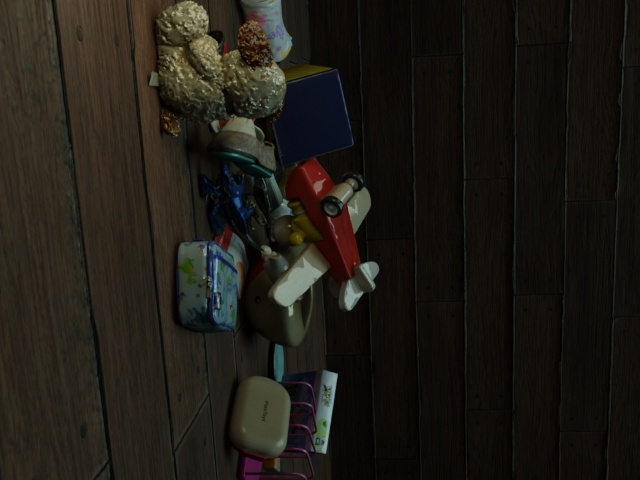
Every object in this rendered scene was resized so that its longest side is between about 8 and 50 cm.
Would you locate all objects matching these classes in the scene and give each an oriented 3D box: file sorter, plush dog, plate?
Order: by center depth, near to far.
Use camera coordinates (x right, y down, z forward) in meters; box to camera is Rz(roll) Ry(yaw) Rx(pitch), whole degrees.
[{"bbox_3d":[-0.176,-0.291,1.308,0.262,0.225,0.211,78,12,-61],"label":"plush dog"},{"bbox_3d":[-0.108,0.558,1.952,0.202,0.182,0.291,82,9,-47],"label":"file sorter"},{"bbox_3d":[-0.149,0.419,2.363,0.188,0.024,0.188,-1,90,-85],"label":"plate"}]

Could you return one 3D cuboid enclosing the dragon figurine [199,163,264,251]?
[{"bbox_3d":[-0.206,-0.061,1.620,0.144,0.085,0.289,-80,162,-55],"label":"dragon figurine"}]

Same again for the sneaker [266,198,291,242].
[{"bbox_3d":[-0.136,-0.058,2.324,0.229,0.087,0.092,76,15,-55],"label":"sneaker"}]

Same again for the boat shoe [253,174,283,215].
[{"bbox_3d":[-0.175,-0.170,1.958,0.070,0.078,0.219,-44,122,-30],"label":"boat shoe"}]

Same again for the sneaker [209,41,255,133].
[{"bbox_3d":[-0.192,-0.361,1.642,0.087,0.128,0.221,-1,90,-84],"label":"sneaker"}]

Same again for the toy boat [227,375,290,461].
[{"bbox_3d":[-0.166,0.464,1.791,0.231,0.151,0.151,-84,-159,-49],"label":"toy boat"}]

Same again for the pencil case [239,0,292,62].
[{"bbox_3d":[-0.160,-0.643,2.065,0.273,0.124,0.113,74,15,-64],"label":"pencil case"}]

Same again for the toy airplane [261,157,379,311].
[{"bbox_3d":[0.000,0.000,1.869,0.386,0.272,0.384,18,80,-58],"label":"toy airplane"}]

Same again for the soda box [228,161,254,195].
[{"bbox_3d":[-0.203,-0.208,1.841,0.063,0.058,0.183,79,12,-60],"label":"soda box"}]

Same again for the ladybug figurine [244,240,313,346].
[{"bbox_3d":[-0.118,0.143,2.062,0.449,0.162,0.305,-69,155,-73],"label":"ladybug figurine"}]

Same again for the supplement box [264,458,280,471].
[{"bbox_3d":[-0.150,0.688,2.209,0.098,0.036,0.062,76,14,-65],"label":"supplement box"}]

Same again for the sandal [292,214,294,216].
[{"bbox_3d":[-0.118,-0.079,2.533,0.102,0.076,0.265,78,12,-60],"label":"sandal"}]

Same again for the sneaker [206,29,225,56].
[{"bbox_3d":[-0.242,-0.383,1.573,0.089,0.051,0.170,80,15,-54],"label":"sneaker"}]

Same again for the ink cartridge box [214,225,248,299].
[{"bbox_3d":[-0.216,0.032,1.731,0.145,0.045,0.179,-84,173,-57],"label":"ink cartridge box"}]

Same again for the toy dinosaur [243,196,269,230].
[{"bbox_3d":[-0.193,-0.079,2.030,0.183,0.053,0.093,17,53,-71],"label":"toy dinosaur"}]

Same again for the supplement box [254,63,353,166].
[{"bbox_3d":[-0.073,-0.336,1.835,0.356,0.195,0.194,-135,-151,-69],"label":"supplement box"}]

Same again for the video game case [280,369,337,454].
[{"bbox_3d":[-0.056,0.540,2.217,0.269,0.061,0.244,-23,-129,56],"label":"video game case"}]

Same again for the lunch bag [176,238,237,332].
[{"bbox_3d":[-0.225,0.093,1.419,0.219,0.090,0.176,70,17,-75],"label":"lunch bag"}]

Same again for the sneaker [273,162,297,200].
[{"bbox_3d":[-0.137,-0.233,2.398,0.296,0.112,0.131,83,-9,-54],"label":"sneaker"}]

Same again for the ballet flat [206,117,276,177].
[{"bbox_3d":[-0.172,-0.214,1.563,0.316,0.107,0.106,22,75,-80],"label":"ballet flat"}]
